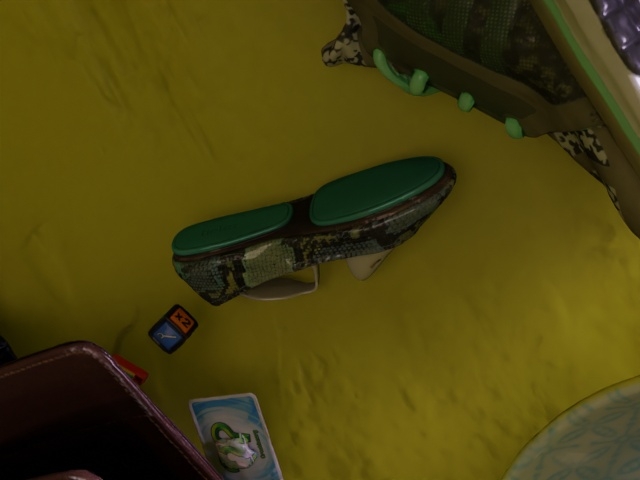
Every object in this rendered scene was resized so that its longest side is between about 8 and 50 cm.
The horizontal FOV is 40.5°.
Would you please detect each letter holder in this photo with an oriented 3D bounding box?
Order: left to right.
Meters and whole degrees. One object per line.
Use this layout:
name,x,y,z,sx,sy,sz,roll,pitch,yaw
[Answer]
letter holder,-0.214,0.219,0.545,0.302,0.152,0.214,-28,108,27

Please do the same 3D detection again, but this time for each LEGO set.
LEGO set,-0.102,0.159,0.612,0.183,0.060,0.244,-10,109,19

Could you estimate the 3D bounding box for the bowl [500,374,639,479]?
bowl,0.234,0.194,0.429,0.290,0.156,0.289,1,92,37

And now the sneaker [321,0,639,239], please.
sneaker,0.085,-0.130,0.468,0.410,0.158,0.182,53,141,0

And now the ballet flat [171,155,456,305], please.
ballet flat,0.000,0.000,0.539,0.189,0.070,0.070,-14,96,21

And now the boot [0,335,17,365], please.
boot,-0.248,0.065,0.607,0.099,0.045,0.121,12,113,51
